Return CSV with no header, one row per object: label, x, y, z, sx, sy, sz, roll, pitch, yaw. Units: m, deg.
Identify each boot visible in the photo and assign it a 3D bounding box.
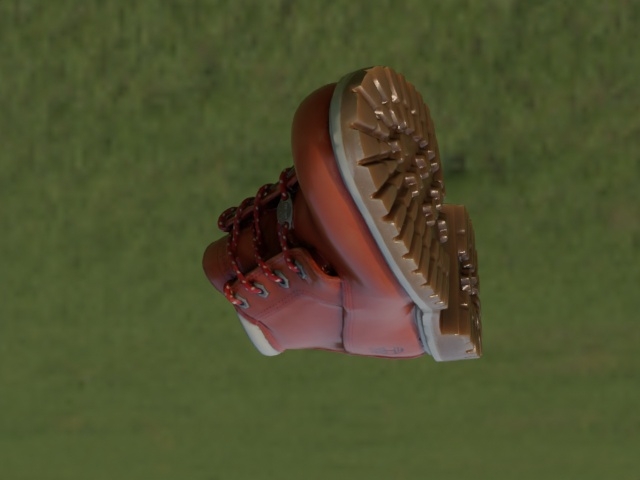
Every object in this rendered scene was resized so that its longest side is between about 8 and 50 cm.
boot,0.000,0.000,0.580,0.085,0.059,0.158,-2,155,10
